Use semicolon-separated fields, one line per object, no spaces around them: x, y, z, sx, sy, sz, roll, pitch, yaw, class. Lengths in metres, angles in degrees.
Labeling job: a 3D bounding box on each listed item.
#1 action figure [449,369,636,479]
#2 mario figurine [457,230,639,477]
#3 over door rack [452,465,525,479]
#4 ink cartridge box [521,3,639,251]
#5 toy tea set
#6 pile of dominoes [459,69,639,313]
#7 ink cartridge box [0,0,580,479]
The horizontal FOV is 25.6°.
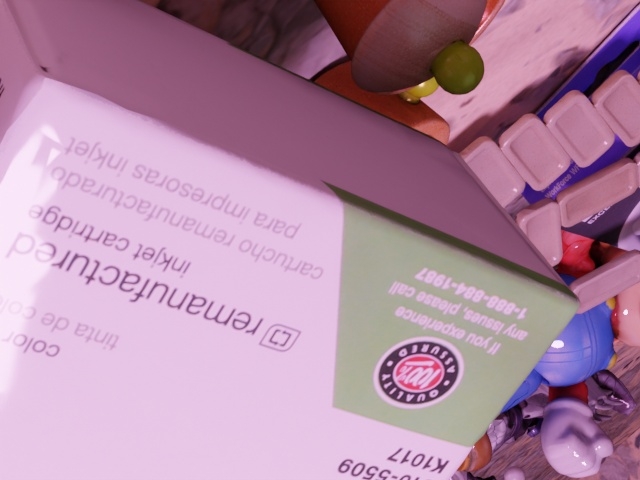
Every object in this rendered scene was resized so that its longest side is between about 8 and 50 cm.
0.200;0.183;1.449;0.285;0.099;0.185;-9;150;-49;action figure
0.224;0.062;1.116;0.320;0.170;0.198;-26;155;-29;mario figurine
0.043;0.242;1.138;0.324;0.108;0.239;-15;-173;-28;over door rack
0.234;-0.085;0.940;0.206;0.045;0.208;-47;147;22;ink cartridge box
0.000;0.000;0.638;0.200;0.124;0.336;-31;159;-21;toy tea set
0.138;-0.020;0.904;0.251;0.040;0.196;-27;137;-10;pile of dominoes
-0.081;0.071;0.482;0.201;0.117;0.278;21;112;-33;ink cartridge box
